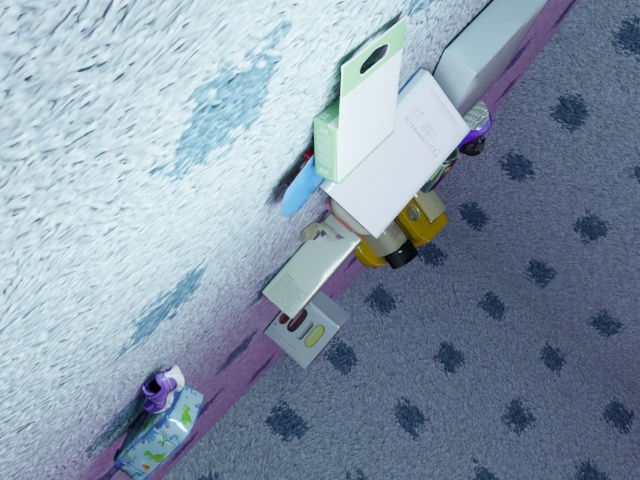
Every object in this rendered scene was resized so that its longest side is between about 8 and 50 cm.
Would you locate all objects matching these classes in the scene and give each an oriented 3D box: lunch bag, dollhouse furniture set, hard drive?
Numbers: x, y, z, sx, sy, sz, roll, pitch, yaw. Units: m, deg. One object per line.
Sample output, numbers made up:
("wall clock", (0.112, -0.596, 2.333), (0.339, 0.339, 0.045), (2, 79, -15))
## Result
("lunch bag", (-0.366, 0.429, 1.594), (0.219, 0.090, 0.176), (-46, -168, 20))
("dollhouse furniture set", (0.000, 0.000, 1.706), (0.114, 0.081, 0.091), (-39, 167, -50))
("hard drive", (0.164, -0.179, 1.499), (0.318, 0.040, 0.210), (-49, 134, 1))

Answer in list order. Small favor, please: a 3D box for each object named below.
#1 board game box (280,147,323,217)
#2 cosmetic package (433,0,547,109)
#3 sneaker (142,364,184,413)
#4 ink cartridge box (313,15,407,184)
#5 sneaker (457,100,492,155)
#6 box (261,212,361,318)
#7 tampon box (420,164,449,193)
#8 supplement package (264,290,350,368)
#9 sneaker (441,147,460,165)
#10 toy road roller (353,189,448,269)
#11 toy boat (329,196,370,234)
("board game box", (-0.027, -0.118, 1.206), (0.168, 0.033, 0.133), (-53, 167, -4))
("cosmetic package", (0.372, -0.420, 1.689), (0.284, 0.097, 0.377), (-49, 172, -16))
("sneaker", (-0.343, 0.308, 1.457), (0.071, 0.068, 0.170), (-7, 148, -37))
("ink cartridge box", (0.061, -0.224, 1.107), (0.171, 0.056, 0.235), (-45, 151, -31))
("sneaker", (0.419, -0.301, 1.953), (0.102, 0.146, 0.293), (-41, -163, -2))
("box", (-0.020, 0.068, 1.822), (0.275, 0.113, 0.094), (-47, 172, -2))
("tampon box", (0.243, -0.210, 1.744), (0.101, 0.161, 0.120), (-52, 172, 21))
("supplement package", (-0.044, 0.290, 2.418), (0.203, 0.194, 0.149), (-52, 172, 18))
("sneaker", (0.250, -0.249, 1.611), (0.072, 0.178, 0.077), (-38, 160, 0))
("toy road roller", (0.214, -0.050, 2.196), (0.329, 0.202, 0.241), (-42, -170, -35))
("toy boat", (0.117, -0.131, 1.640), (0.231, 0.151, 0.151), (-48, -158, -1))
